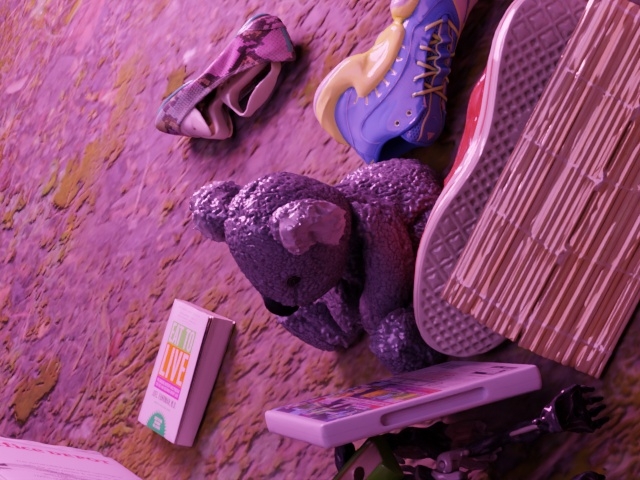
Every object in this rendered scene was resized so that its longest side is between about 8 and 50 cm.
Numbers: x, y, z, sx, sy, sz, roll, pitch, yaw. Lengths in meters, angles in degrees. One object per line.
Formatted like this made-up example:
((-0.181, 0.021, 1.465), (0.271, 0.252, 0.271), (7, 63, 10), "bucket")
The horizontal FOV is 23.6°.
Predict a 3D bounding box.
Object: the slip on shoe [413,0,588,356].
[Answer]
((0.164, -0.057, 1.337), (0.101, 0.123, 0.331), (-86, 10, -83), "slip on shoe")

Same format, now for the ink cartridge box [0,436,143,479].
((-0.252, 0.315, 1.585), (0.307, 0.223, 0.129), (20, 93, 52), "ink cartridge box")

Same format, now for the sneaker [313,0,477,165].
((0.103, -0.164, 1.472), (0.240, 0.091, 0.126), (-47, 63, 28), "sneaker")

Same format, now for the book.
((-0.152, 0.144, 1.688), (0.096, 0.035, 0.144), (18, 91, 56), "book")

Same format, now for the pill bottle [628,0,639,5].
((0.324, -0.310, 1.124), (0.169, 0.169, 0.301), (28, 98, 51), "pill bottle")

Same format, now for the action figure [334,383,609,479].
((0.111, 0.215, 1.258), (0.275, 0.141, 0.164), (-23, 62, 35), "action figure")

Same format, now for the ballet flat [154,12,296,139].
((-0.108, -0.165, 1.726), (0.221, 0.077, 0.079), (-39, 68, 34), "ballet flat")

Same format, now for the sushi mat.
((0.231, -0.054, 1.253), (0.151, 0.019, 0.316), (29, 101, 15), "sushi mat")

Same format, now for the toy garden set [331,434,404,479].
((0.019, 0.304, 1.171), (0.204, 0.049, 0.244), (-51, 44, 24), "toy garden set")

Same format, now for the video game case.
((0.063, 0.133, 1.265), (0.201, 0.183, 0.023), (169, 88, -75), "video game case")

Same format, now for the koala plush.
((0.000, 0.000, 1.404), (0.196, 0.221, 0.203), (14, 87, 52), "koala plush")
